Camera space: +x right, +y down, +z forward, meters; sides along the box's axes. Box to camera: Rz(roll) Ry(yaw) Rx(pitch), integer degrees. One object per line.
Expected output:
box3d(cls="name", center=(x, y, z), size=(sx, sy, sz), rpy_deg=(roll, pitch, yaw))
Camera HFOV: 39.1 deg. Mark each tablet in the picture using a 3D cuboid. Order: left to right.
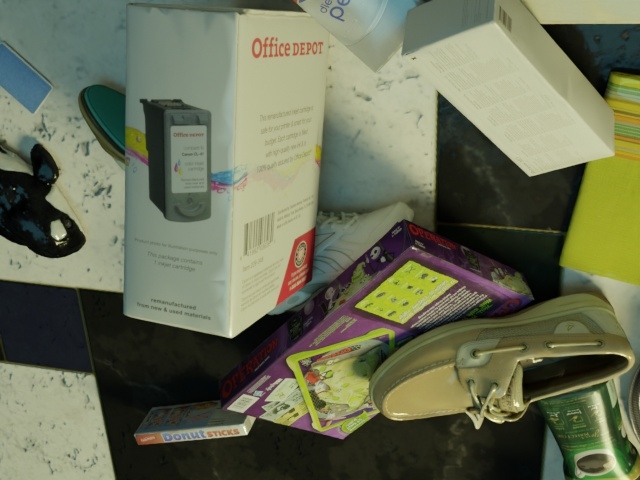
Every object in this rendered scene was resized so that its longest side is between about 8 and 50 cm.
box3d(cls="tablet", center=(-0.375, -0.201, 1.121), size=(0.083, 0.006, 0.054), rpy_deg=(42, 121, -9))

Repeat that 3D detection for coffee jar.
box3d(cls="coffee jar", center=(0.329, 0.235, 1.102), size=(0.096, 0.079, 0.184), rpy_deg=(-15, 112, 21))

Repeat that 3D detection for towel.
box3d(cls="towel", center=(0.334, -0.063, 0.974), size=(0.102, 0.021, 0.237), rpy_deg=(16, 122, 15))

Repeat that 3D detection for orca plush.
box3d(cls="orca plush", center=(-0.426, -0.078, 1.147), size=(0.151, 0.102, 0.287), rpy_deg=(-20, 110, 25))

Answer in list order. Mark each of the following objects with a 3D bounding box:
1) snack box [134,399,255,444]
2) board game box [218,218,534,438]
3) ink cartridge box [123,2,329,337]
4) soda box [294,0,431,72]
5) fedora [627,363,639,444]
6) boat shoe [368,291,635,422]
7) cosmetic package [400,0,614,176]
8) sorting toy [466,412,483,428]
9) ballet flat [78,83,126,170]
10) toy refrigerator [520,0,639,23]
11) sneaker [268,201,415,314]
box3d(cls="snack box", center=(-0.174, 0.255, 1.276), size=(0.178, 0.064, 0.022), rpy_deg=(-10, 115, 22))
box3d(cls="board game box", center=(0.059, 0.122, 1.084), size=(0.208, 0.056, 0.347), rpy_deg=(26, 127, -32))
box3d(cls="ink cartridge box", center=(-0.092, -0.083, 0.929), size=(0.131, 0.226, 0.306), rpy_deg=(8, 104, 20))
box3d(cls="soda box", center=(-0.013, -0.304, 0.900), size=(0.286, 0.098, 0.091), rpy_deg=(40, 122, -8))
box3d(cls="fedora", center=(0.477, 0.215, 1.019), size=(0.243, 0.124, 0.275), rpy_deg=(4, 119, 16))
box3d(cls="boat shoe", center=(0.203, 0.152, 1.034), size=(0.302, 0.098, 0.109), rpy_deg=(-18, 130, 6))
box3d(cls="cosmetic package", center=(0.187, -0.150, 0.868), size=(0.099, 0.060, 0.239), rpy_deg=(-15, 146, 38))
box3d(cls="sorting toy", center=(0.184, 0.197, 1.127), size=(0.083, 0.075, 0.045), rpy_deg=(43, 121, -9))
box3d(cls="ballet flat", center=(-0.202, -0.093, 1.089), size=(0.232, 0.080, 0.073), rpy_deg=(37, 136, -4))
box3d(cls="toy refrigerator", center=(0.265, -0.259, 0.836), size=(0.269, 0.102, 0.094), rpy_deg=(3, 119, 16))
box3d(cls="sneaker", center=(0.000, 0.000, 1.071), size=(0.232, 0.090, 0.115), rpy_deg=(-28, 99, 24))
